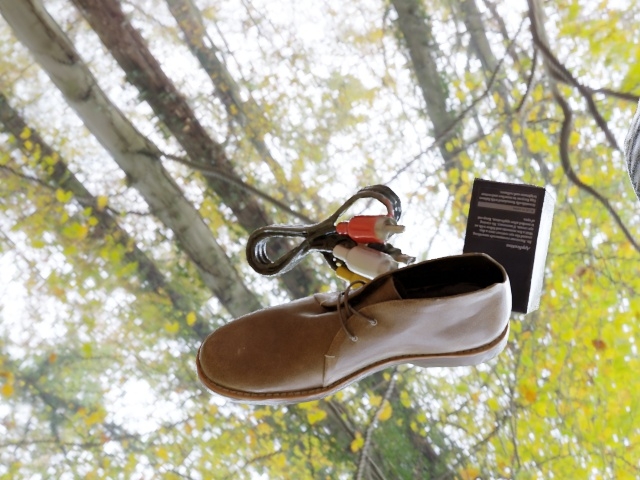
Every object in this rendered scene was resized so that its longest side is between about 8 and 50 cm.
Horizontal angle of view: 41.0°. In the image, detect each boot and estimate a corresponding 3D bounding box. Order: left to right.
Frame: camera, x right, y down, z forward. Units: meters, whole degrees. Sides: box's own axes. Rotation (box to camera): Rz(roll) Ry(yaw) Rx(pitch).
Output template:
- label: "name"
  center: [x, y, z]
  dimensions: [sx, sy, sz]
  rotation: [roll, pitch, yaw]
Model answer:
- label: "boot"
  center: [0.028, 0.071, 0.798]
  dimensions: [0.305, 0.115, 0.112]
  rotation: [-11, -125, -3]

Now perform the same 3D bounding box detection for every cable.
- label: "cable"
  center: [0.000, 0.000, 1.032]
  dimensions: [0.287, 0.139, 0.072]
  rotation: [7, -161, 39]

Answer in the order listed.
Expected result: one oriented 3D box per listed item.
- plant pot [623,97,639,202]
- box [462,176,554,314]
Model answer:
- label: "plant pot"
  center: [0.509, -0.118, 1.122]
  dimensions: [0.188, 0.187, 0.167]
  rotation: [13, -130, 11]
- label: "box"
  center: [0.241, 0.009, 1.103]
  dimensions: [0.093, 0.156, 0.158]
  rotation: [9, -89, 19]
